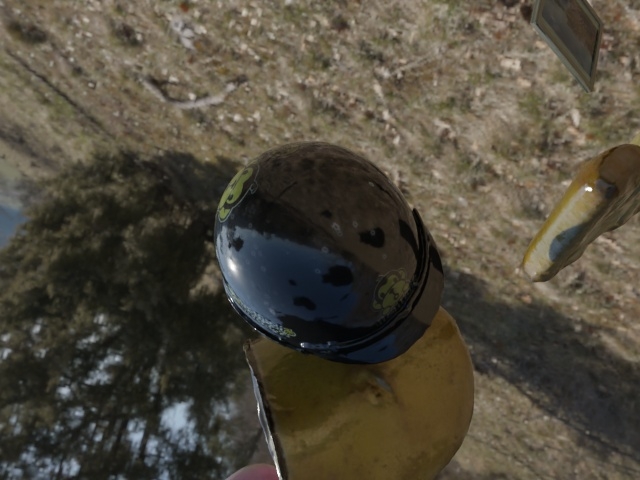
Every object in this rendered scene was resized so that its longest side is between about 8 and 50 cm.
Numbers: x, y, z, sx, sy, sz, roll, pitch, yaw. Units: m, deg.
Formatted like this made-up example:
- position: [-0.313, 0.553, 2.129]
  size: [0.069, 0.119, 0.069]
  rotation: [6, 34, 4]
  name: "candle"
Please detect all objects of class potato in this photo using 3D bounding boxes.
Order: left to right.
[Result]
- position: [0.080, 0.255, 0.918]
  size: [0.295, 0.397, 0.290]
  rotation: [-16, 149, -9]
  name: "potato"

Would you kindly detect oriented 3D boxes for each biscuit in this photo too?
- position: [0.379, -0.064, 0.947]
  size: [0.062, 0.236, 0.291]
  rotation: [51, 165, 18]
  name: "biscuit"

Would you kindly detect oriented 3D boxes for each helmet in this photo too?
- position: [0.000, 0.000, 0.804]
  size: [0.278, 0.230, 0.160]
  rotation: [36, 167, 22]
  name: "helmet"

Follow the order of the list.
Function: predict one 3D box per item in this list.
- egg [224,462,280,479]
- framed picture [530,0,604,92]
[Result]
- position: [-0.138, 0.516, 1.252]
  size: [0.196, 0.271, 0.196]
  rotation: [10, 160, 4]
  name: "egg"
- position: [0.308, -0.268, 0.910]
  size: [0.011, 0.109, 0.149]
  rotation: [-5, 152, 45]
  name: "framed picture"
